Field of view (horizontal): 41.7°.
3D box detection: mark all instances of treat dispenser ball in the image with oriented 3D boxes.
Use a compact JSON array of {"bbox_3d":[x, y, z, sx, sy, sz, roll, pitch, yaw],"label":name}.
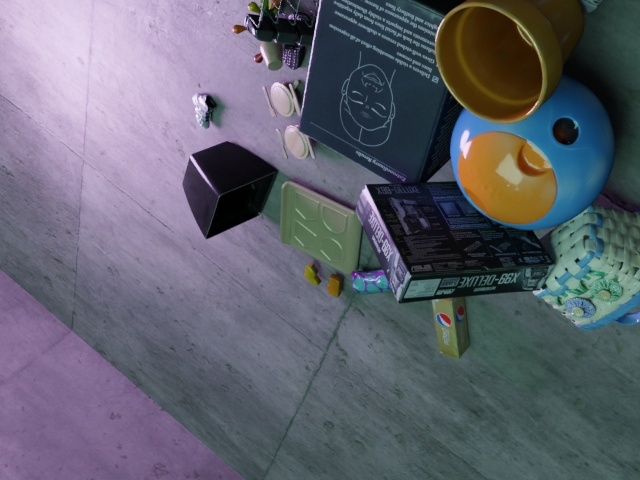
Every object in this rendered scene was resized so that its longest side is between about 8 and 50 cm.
[{"bbox_3d":[0.380,-0.163,1.513,0.288,0.288,0.288,24,135,27],"label":"treat dispenser ball"}]

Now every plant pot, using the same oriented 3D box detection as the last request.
[{"bbox_3d":[-0.256,-0.147,2.202,0.167,0.187,0.188,49,142,20],"label":"plant pot"},{"bbox_3d":[0.322,-0.322,1.352,0.205,0.188,0.205,34,145,27],"label":"plant pot"}]

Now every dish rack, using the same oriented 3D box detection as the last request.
[{"bbox_3d":[-0.026,-0.515,1.688,0.074,0.208,0.271,-111,29,-46],"label":"dish rack"}]

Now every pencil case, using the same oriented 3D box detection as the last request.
[{"bbox_3d":[0.148,0.098,2.111,0.151,0.064,0.070,-12,128,46],"label":"pencil case"}]

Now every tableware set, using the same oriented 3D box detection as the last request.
[{"bbox_3d":[-0.063,-0.290,2.010,0.128,0.039,0.194,8,121,53],"label":"tableware set"}]

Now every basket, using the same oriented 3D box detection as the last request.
[{"bbox_3d":[0.568,0.067,1.621,0.289,0.201,0.255,17,143,-16],"label":"basket"}]

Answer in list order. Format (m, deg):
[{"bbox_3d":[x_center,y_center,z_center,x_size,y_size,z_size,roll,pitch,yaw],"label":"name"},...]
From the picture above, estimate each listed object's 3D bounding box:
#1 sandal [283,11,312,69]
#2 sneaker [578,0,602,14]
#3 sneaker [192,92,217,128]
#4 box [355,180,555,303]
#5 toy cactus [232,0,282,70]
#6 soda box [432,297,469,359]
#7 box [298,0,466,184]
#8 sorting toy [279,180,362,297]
[{"bbox_3d":[-0.047,-0.451,1.871,0.067,0.040,0.179,47,155,10],"label":"sandal"},{"bbox_3d":[0.443,-0.511,1.303,0.137,0.210,0.366,36,173,15],"label":"sneaker"},{"bbox_3d":[-0.292,-0.333,2.180,0.069,0.038,0.098,10,128,38],"label":"sneaker"},{"bbox_3d":[0.249,-0.007,1.587,0.076,0.307,0.242,107,150,-42],"label":"box"},{"bbox_3d":[-0.124,-0.454,1.844,0.219,0.112,0.180,110,151,-57],"label":"toy cactus"},{"bbox_3d":[0.317,0.198,2.040,0.058,0.061,0.181,12,129,35],"label":"soda box"},{"bbox_3d":[0.153,-0.343,1.634,0.293,0.212,0.395,32,137,18],"label":"box"},{"bbox_3d":[0.000,0.000,2.192,0.229,0.041,0.307,24,135,21],"label":"sorting toy"}]
